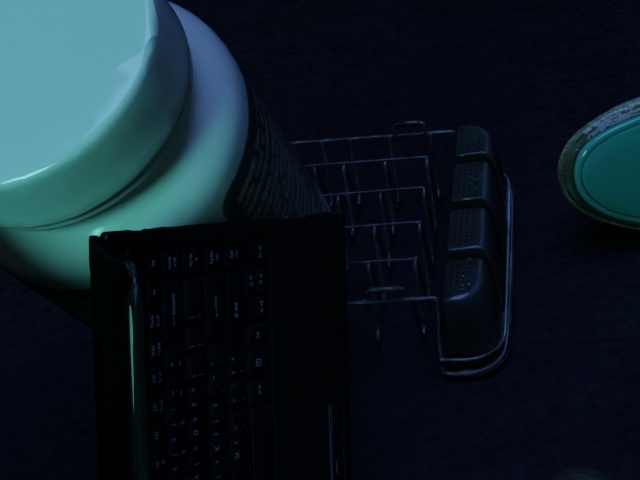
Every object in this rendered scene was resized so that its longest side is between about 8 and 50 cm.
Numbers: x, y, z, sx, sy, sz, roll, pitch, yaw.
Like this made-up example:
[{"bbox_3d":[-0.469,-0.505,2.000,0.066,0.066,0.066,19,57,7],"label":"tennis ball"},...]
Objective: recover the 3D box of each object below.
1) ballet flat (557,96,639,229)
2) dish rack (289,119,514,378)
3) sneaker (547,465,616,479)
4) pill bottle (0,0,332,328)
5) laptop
[{"bbox_3d":[0.317,-0.077,0.788,0.316,0.107,0.106,-8,21,-2],"label":"ballet flat"},{"bbox_3d":[0.000,0.000,0.792,0.272,0.074,0.208,-3,41,14],"label":"dish rack"},{"bbox_3d":[0.156,0.187,0.510,0.078,0.106,0.234,-11,41,1],"label":"sneaker"},{"bbox_3d":[-0.097,-0.031,0.595,0.161,0.283,0.161,-6,66,14],"label":"pill bottle"},{"bbox_3d":[-0.020,0.111,0.450,0.137,0.234,0.264,2,5,38],"label":"laptop"}]
